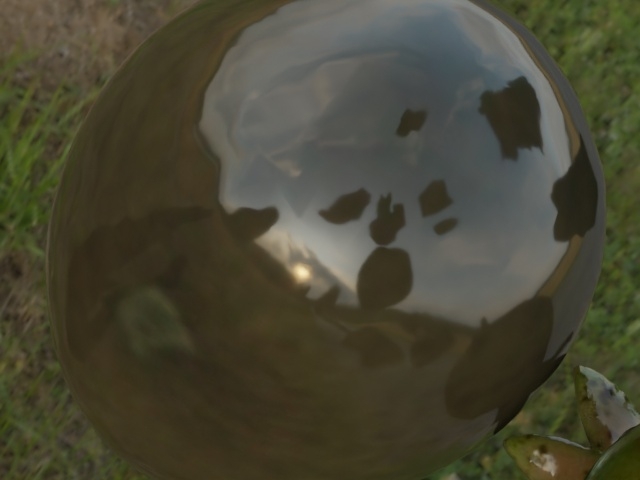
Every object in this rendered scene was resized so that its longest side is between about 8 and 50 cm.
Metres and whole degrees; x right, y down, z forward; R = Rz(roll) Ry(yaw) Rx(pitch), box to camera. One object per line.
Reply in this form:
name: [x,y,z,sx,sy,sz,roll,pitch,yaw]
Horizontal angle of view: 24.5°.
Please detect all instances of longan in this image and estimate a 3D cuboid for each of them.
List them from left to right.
longan: [0.000,0.000,0.591,0.248,0.248,0.248,17,49,-21]

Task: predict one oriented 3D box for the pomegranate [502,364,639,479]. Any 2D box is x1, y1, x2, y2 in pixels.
pomegranate: [0.167,0.120,0.595,0.156,0.156,0.220,23,27,-15]
